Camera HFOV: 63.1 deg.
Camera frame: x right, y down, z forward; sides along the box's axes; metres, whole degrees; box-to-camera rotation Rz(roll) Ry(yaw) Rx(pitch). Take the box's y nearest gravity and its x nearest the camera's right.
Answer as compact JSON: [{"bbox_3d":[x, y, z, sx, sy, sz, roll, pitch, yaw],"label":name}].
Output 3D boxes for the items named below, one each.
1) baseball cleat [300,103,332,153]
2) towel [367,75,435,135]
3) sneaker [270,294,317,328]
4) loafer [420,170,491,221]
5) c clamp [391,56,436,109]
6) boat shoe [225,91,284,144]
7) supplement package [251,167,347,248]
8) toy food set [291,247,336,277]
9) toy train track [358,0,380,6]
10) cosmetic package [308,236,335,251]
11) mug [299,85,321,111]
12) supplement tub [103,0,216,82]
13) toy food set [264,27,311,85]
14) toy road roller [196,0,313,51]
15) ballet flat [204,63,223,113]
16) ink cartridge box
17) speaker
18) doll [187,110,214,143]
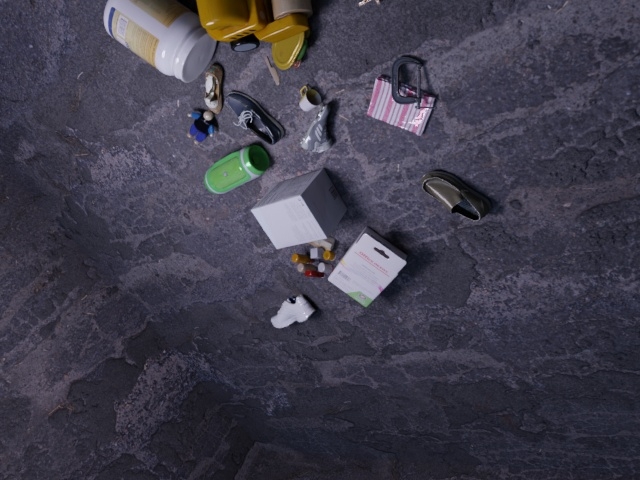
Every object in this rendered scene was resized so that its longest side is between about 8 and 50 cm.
[{"bbox_3d":[0.009,-0.386,1.822,0.109,0.072,0.206,26,141,-12],"label":"baseball cleat"},{"bbox_3d":[0.251,-0.423,1.649,0.197,0.029,0.144,25,137,12],"label":"towel"},{"bbox_3d":[-0.144,0.342,2.545,0.297,0.111,0.129,-27,94,40],"label":"sneaker"},{"bbox_3d":[0.443,-0.145,1.725,0.251,0.087,0.094,28,137,9],"label":"loafer"},{"bbox_3d":[0.278,-0.472,1.571,0.137,0.022,0.161,2,114,26],"label":"c clamp"},{"bbox_3d":[-0.254,-0.445,1.917,0.254,0.079,0.095,42,138,-6],"label":"boat shoe"},{"bbox_3d":[-0.080,-0.119,2.005,0.262,0.198,0.199,-12,120,39],"label":"supplement package"},{"bbox_3d":[-0.007,0.097,2.188,0.232,0.111,0.104,-12,163,43],"label":"toy food set"},{"bbox_3d":[0.144,-0.693,1.492,0.083,0.014,0.048,-8,129,44],"label":"toy train track"},{"bbox_3d":[0.000,0.000,2.174,0.115,0.041,0.060,26,137,12],"label":"cosmetic package"},{"bbox_3d":[-0.039,-0.478,1.777,0.062,0.078,0.064,17,156,-28],"label":"mug"},{"bbox_3d":[-0.534,-0.704,1.759,0.316,0.228,0.228,36,138,1],"label":"supplement tub"},{"bbox_3d":[-0.091,-0.619,1.675,0.218,0.071,0.128,-49,62,42],"label":"toy food set"},{"bbox_3d":[-0.211,-0.691,1.518,0.329,0.240,0.203,-7,97,32],"label":"toy road roller"},{"bbox_3d":[-0.403,-0.550,1.930,0.073,0.067,0.206,23,137,11],"label":"ballet flat"},{"bbox_3d":[0.198,0.091,2.068,0.207,0.119,0.353,36,139,1],"label":"ink cartridge box"},{"bbox_3d":[-0.340,-0.280,2.086,0.296,0.131,0.131,-18,115,42],"label":"speaker"},{"bbox_3d":[-0.472,-0.455,2.058,0.129,0.046,0.189,45,144,-11],"label":"doll"}]
